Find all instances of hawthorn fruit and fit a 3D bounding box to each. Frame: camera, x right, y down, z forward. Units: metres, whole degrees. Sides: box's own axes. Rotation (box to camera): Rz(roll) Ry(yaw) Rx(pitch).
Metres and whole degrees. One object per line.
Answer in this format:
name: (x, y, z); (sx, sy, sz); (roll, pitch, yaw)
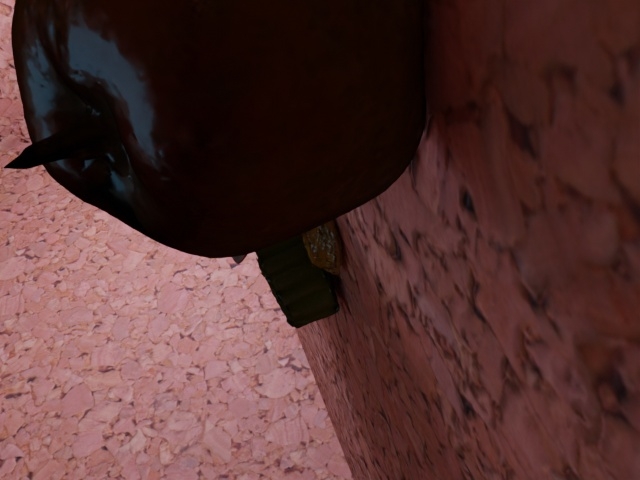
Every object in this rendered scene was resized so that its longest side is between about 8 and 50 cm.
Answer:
hawthorn fruit: (-0.080, -0.117, 0.424); (0.267, 0.300, 0.268); (34, 139, 36)

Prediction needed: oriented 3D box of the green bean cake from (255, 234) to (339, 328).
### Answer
green bean cake: (-0.052, 0.043, 1.142); (0.200, 0.113, 0.214); (-121, 6, -75)

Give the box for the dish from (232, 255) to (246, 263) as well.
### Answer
dish: (-0.139, -0.094, 1.067); (0.260, 0.085, 0.260); (-160, 90, -76)

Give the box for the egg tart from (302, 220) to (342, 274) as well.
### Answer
egg tart: (0.000, 0.000, 0.983); (0.130, 0.052, 0.131); (164, 90, -79)
